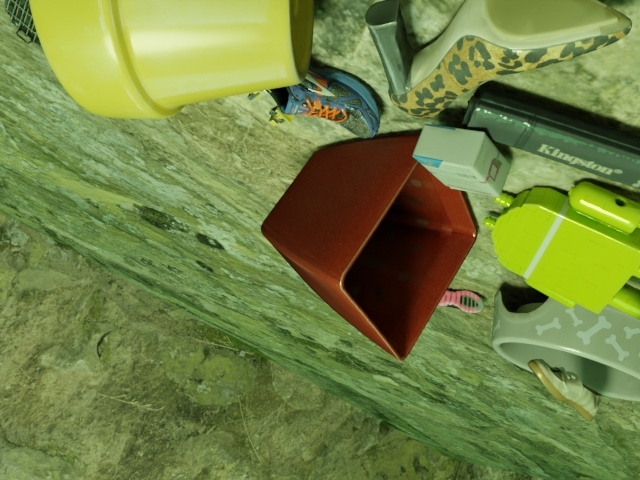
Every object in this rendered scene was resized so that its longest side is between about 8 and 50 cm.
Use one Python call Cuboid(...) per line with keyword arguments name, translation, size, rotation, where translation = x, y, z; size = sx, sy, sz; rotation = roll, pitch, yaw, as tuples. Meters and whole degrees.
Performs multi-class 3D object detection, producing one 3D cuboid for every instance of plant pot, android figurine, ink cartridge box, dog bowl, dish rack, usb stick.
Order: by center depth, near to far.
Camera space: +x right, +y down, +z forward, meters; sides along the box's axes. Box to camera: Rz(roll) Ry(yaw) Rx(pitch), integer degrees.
Cuboid(name="plant pot", translation=(-0.135, -0.260, 0.604), size=(0.238, 0.254, 0.254), rotation=(3, 152, 7))
Cuboid(name="usb stick", translation=(0.312, -0.121, 0.682), size=(0.278, 0.045, 0.077), rotation=(20, 157, 8))
Cuboid(name="ink cartridge box", translation=(0.195, -0.108, 0.755), size=(0.088, 0.052, 0.122), rotation=(19, 176, 37))
Cuboid(name="android figurine", translation=(0.378, 0.014, 0.835), size=(0.272, 0.056, 0.248), rotation=(29, 149, 21))
Cuboid(name="dish rack", translation=(-0.361, -0.316, 0.881), size=(0.271, 0.074, 0.208), rotation=(38, 151, -25))
Cuboid(name="plant pot", translation=(0.067, -0.010, 0.909), size=(0.235, 0.267, 0.267), rotation=(22, 159, 39))
Cuboid(name="dog bowl", translation=(0.491, 0.203, 1.050), size=(0.348, 0.102, 0.349), rotation=(20, 164, 6))

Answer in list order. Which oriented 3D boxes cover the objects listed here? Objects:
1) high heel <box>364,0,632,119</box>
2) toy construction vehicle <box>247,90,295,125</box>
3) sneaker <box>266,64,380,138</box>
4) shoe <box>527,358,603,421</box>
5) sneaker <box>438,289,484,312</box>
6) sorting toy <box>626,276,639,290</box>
Cuboid(name="high heel", translation=(0.193, -0.194, 0.617), size=(0.261, 0.093, 0.186), rotation=(10, 162, 26))
Cuboid(name="toy construction vehicle", translation=(-0.069, -0.215, 0.855), size=(0.086, 0.035, 0.098), rotation=(40, 152, -31))
Cuboid(name="sneaker", translation=(-0.017, -0.201, 0.772), size=(0.221, 0.087, 0.083), rotation=(29, 156, -9))
Cuboid(name="shoe", translation=(0.461, 0.268, 1.032), size=(0.219, 0.058, 0.076), rotation=(37, -169, -31))
Cuboid(name="sneaker", translation=(0.307, 0.134, 1.219), size=(0.119, 0.047, 0.057), rotation=(11, 169, 34))
Cuboid(name="sorting toy", translation=(0.544, 0.083, 0.883), size=(0.208, 0.038, 0.193), rotation=(11, 153, 33))
